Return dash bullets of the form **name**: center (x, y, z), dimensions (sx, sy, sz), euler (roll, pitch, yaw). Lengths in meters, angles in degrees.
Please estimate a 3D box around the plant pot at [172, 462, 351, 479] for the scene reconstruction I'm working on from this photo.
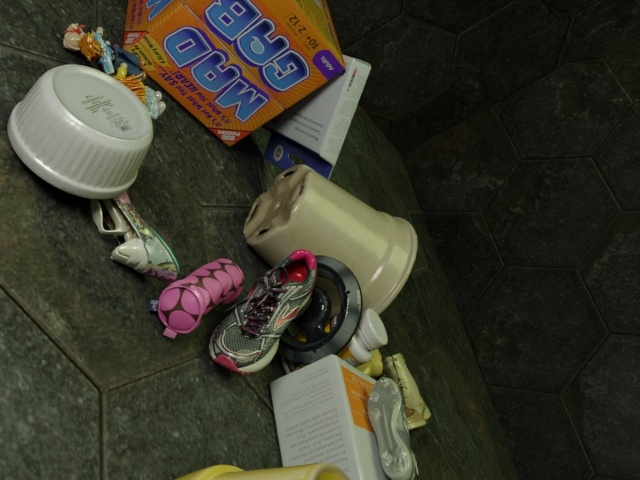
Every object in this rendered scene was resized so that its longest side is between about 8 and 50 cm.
- **plant pot**: center (-0.071, 0.404, 0.882), dimensions (0.254, 0.239, 0.254), euler (50, 25, -34)

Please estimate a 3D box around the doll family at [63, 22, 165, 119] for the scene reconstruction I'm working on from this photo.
- **doll family**: center (-0.378, -0.311, 1.264), dimensions (0.263, 0.118, 0.163), euler (66, 19, 10)

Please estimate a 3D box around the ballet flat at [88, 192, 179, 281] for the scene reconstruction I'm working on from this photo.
- **ballet flat**: center (-0.319, -0.015, 1.105), dimensions (0.222, 0.077, 0.079), euler (57, 37, 0)

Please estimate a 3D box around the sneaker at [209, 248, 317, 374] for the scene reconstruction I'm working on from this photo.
- **sneaker**: center (-0.104, 0.124, 1.265), dimensions (0.120, 0.112, 0.299), euler (27, 43, 9)

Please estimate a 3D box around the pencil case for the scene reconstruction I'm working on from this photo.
- **pencil case**: center (-0.208, 0.097, 1.196), dimensions (0.095, 0.098, 0.209), euler (19, 15, 12)

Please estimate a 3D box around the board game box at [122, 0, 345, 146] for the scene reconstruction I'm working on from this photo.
- **board game box**: center (-0.205, -0.525, 1.621), dimensions (0.356, 0.356, 0.357), euler (41, 27, -41)

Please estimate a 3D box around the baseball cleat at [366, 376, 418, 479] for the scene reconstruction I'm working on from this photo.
- **baseball cleat**: center (0.135, 0.364, 1.277), dimensions (0.109, 0.072, 0.206), euler (63, 18, -44)

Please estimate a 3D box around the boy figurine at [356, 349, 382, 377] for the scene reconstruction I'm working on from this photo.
- **boy figurine**: center (0.104, 0.287, 1.745), dimensions (0.177, 0.092, 0.285), euler (56, 21, -19)

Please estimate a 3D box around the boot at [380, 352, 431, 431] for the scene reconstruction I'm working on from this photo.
- **boot**: center (0.212, 0.413, 1.840), dimensions (0.204, 0.095, 0.262), euler (66, 17, 9)

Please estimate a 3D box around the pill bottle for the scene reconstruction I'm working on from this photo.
- **pill bottle**: center (0.029, 0.224, 1.440), dimensions (0.117, 0.215, 0.117), euler (51, 21, -29)

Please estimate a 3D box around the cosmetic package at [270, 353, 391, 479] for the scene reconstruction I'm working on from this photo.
- **cosmetic package**: center (0.060, 0.470, 1.268), dimensions (0.230, 0.161, 0.453), euler (39, 30, -49)

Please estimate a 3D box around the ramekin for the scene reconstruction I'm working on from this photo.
- **ramekin**: center (-0.359, -0.175, 1.051), dimensions (0.207, 0.109, 0.207), euler (32, 31, -21)

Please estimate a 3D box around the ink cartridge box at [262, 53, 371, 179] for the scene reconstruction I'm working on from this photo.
- **ink cartridge box**: center (-0.041, -0.326, 1.736), dimensions (0.071, 0.330, 0.324), euler (13, 14, -38)

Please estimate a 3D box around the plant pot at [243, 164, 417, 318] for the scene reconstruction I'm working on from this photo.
- **plant pot**: center (0.000, 0.000, 1.590), dimensions (0.305, 0.334, 0.334), euler (38, 28, -27)

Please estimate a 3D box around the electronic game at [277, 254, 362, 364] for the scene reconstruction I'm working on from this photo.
- **electronic game**: center (-0.018, 0.141, 1.407), dimensions (0.048, 0.229, 0.229), euler (35, 33, -56)
